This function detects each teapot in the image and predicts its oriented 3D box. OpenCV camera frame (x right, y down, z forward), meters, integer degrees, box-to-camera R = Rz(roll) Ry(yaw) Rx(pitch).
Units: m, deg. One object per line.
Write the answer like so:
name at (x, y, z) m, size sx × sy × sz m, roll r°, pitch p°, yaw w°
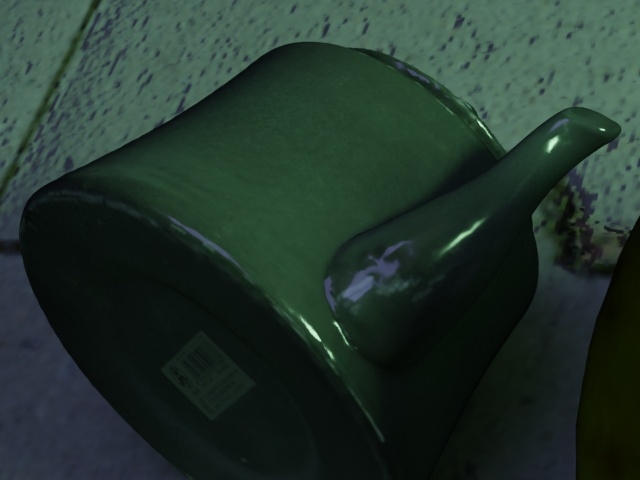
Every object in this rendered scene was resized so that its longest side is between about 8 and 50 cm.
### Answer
teapot at (0.000, 0.000, 0.630) m, size 0.149 × 0.162 × 0.239 m, roll -47°, pitch 17°, yaw -27°

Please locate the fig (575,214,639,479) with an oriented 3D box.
fig at (0.183, 0.045, 0.480) m, size 0.203 × 0.203 × 0.225 m, roll 17°, pitch 20°, yaw 37°
